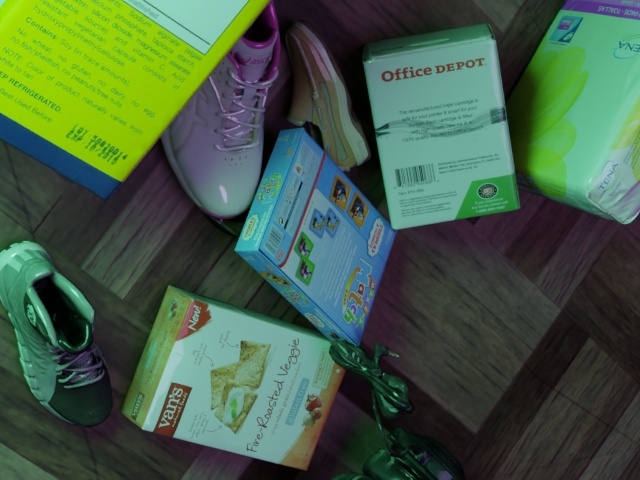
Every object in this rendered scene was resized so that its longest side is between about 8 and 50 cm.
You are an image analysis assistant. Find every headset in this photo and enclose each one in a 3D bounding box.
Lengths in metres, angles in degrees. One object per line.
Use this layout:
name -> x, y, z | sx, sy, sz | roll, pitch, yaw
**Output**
headset -> 0.055, 0.293, 1.778 | 0.243, 0.185, 0.394 | -29, 145, -31

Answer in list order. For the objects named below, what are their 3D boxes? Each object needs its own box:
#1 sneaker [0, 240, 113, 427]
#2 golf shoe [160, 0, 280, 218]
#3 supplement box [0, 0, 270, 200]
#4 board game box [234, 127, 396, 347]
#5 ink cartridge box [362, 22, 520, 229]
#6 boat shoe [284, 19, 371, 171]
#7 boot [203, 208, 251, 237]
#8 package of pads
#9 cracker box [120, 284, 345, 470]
sneaker -> -0.263, 0.116, 1.563 | 0.086, 0.132, 0.228 | -33, 117, -20
golf shoe -> -0.100, -0.164, 1.578 | 0.115, 0.140, 0.306 | -15, 109, -29
supplement box -> -0.185, -0.254, 1.409 | 0.194, 0.195, 0.356 | 32, 106, -34
board game box -> 0.000, 0.000, 1.690 | 0.211, 0.039, 0.160 | 45, 54, -41
ink cartridge box -> 0.138, -0.132, 1.728 | 0.153, 0.087, 0.208 | -8, 111, 4
boat shoe -> -0.006, -0.153, 1.687 | 0.072, 0.068, 0.190 | -29, 117, -8
boot -> -0.067, -0.052, 1.694 | 0.106, 0.037, 0.114 | 30, 85, -34
package of pads -> 0.344, -0.178, 1.789 | 0.101, 0.229, 0.296 | 32, 87, -33
cracker box -> -0.092, 0.159, 1.717 | 0.232, 0.067, 0.155 | 19, 93, -33
